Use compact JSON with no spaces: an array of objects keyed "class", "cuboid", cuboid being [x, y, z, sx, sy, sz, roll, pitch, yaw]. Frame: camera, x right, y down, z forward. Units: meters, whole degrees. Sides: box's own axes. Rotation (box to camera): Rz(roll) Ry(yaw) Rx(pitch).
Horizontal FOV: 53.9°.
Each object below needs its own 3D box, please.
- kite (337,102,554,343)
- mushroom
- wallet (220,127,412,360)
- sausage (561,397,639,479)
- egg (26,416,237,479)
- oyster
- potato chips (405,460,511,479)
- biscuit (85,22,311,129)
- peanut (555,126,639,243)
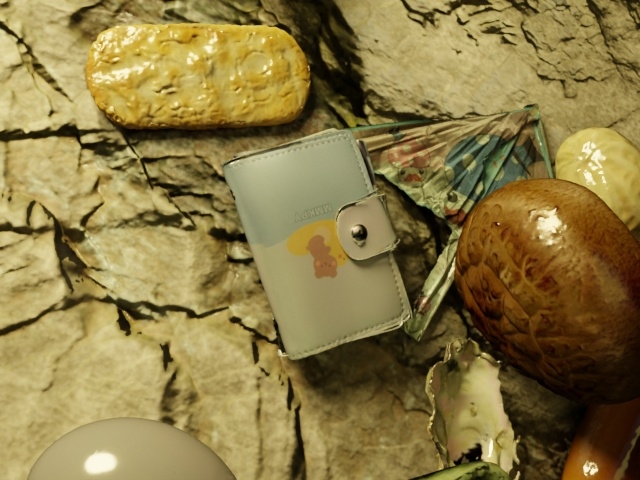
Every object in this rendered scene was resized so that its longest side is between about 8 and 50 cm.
[{"class":"kite","cuboid":[0.191,-0.036,0.786,0.406,0.014,0.368,36,71,-10]},{"class":"mushroom","cuboid":[0.244,0.058,0.654,0.153,0.253,0.253,-33,92,-8]},{"class":"wallet","cuboid":[0.000,0.000,0.685,0.170,0.069,0.231,-18,92,-17]},{"class":"sausage","cuboid":[0.374,0.215,0.755,0.105,0.105,0.274,37,72,-9]},{"class":"egg","cuboid":[-0.154,0.234,0.543,0.198,0.146,0.146,33,71,-18]},{"class":"oyster","cuboid":[0.161,0.217,0.699,0.133,0.072,0.209,-12,82,-35]},{"class":"potato chips","cuboid":[0.060,0.399,0.599,0.429,0.070,0.358,-21,104,-13]},{"class":"biscuit","cuboid":[-0.127,-0.181,0.693,0.247,0.029,0.118,-7,83,-20]},{"class":"peanut","cuboid":[0.397,-0.019,0.795,0.274,0.111,0.125,52,35,-2]}]
